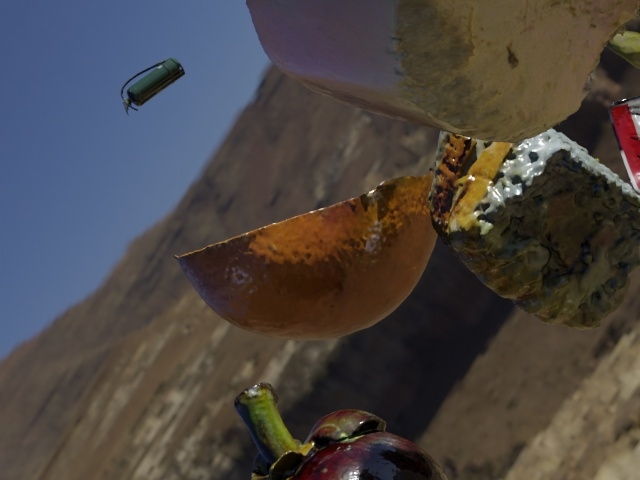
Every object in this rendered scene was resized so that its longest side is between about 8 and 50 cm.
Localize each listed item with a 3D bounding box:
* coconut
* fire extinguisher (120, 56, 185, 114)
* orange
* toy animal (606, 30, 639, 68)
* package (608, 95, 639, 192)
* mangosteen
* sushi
[{"bbox_3d":[0.090,-0.237,1.171,0.297,0.297,0.309,-58,38,-2],"label":"coconut"},{"bbox_3d":[-0.193,-0.174,1.640,0.083,0.038,0.025,-40,-21,-19],"label":"fire extinguisher"},{"bbox_3d":[0.002,0.001,1.850,0.310,0.274,0.274,-50,-1,-8],"label":"orange"},{"bbox_3d":[0.466,-0.177,1.745,0.181,0.180,0.363,-31,-32,23],"label":"toy animal"},{"bbox_3d":[0.548,-0.159,2.114,0.030,0.239,0.154,56,-159,-62],"label":"package"},{"bbox_3d":[0.005,0.276,1.502,0.231,0.289,0.231,-44,-14,-14],"label":"mangosteen"},{"bbox_3d":[0.231,-0.028,1.581,0.184,0.274,0.139,-52,29,5],"label":"sushi"}]
